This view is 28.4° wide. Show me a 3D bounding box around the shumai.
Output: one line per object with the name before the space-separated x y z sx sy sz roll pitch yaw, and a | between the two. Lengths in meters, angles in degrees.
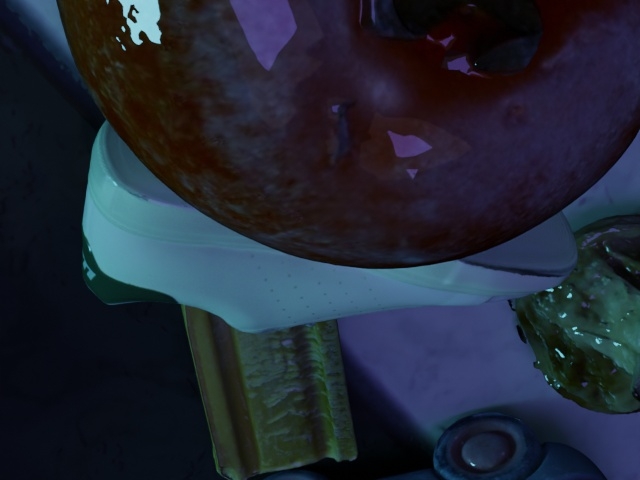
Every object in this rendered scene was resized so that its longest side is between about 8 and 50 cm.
shumai | 0.194 0.059 0.757 0.145 0.116 0.145 -5 125 -7

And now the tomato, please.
tomato | 0.021 -0.123 0.535 0.270 0.227 0.270 -5 102 -23

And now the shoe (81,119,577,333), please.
shoe | 0.000 0.000 0.664 0.265 0.095 0.110 12 137 -22

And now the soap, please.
soap | -0.037 0.037 0.746 0.092 0.037 0.252 -10 123 -3

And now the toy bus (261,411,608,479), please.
toy bus | 0.079 0.270 0.802 0.294 0.232 0.197 -15 124 0
